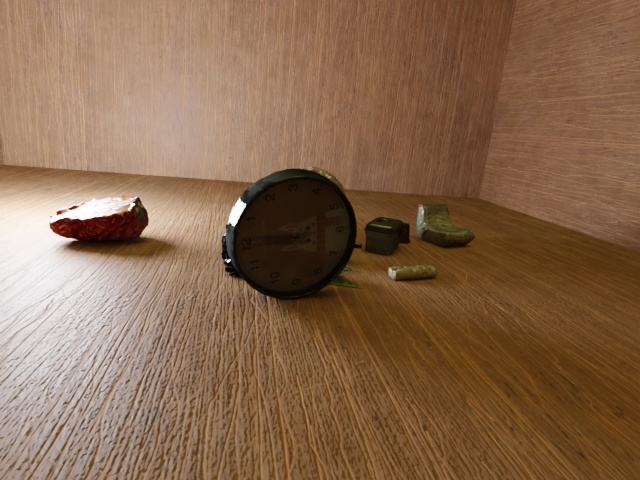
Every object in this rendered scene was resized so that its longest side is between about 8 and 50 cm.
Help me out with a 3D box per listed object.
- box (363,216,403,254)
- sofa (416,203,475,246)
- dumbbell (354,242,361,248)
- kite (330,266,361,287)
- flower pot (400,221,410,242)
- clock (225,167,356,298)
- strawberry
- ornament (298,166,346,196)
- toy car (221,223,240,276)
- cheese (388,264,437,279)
[{"bbox_3d":[0.279,-0.024,1.893,0.147,0.129,0.210,11,17,20],"label":"box"},{"bbox_3d":[0.620,-0.077,2.130,0.210,0.176,0.225,-3,16,-29],"label":"sofa"},{"bbox_3d":[0.000,0.000,1.671,0.325,0.143,0.143,8,15,11],"label":"dumbbell"},{"bbox_3d":[0.008,0.113,1.500,0.267,0.013,0.323,-5,19,-34],"label":"kite"},{"bbox_3d":[0.389,-0.043,2.084,0.111,0.089,0.111,5,15,-1],"label":"flower pot"},{"bbox_3d":[-0.074,-0.011,1.227,0.386,0.386,0.076,-1,21,-23],"label":"clock"},{"bbox_3d":[-0.840,-0.064,1.646,0.336,0.149,0.265,-13,27,-23],"label":"strawberry"},{"bbox_3d":[-0.057,-0.154,1.877,0.336,0.337,0.337,5,15,-1],"label":"ornament"},{"bbox_3d":[-0.185,0.038,1.393,0.301,0.193,0.118,11,1,20],"label":"toy car"},{"bbox_3d":[0.335,0.115,1.554,0.193,0.043,0.065,0,14,-23],"label":"cheese"}]
